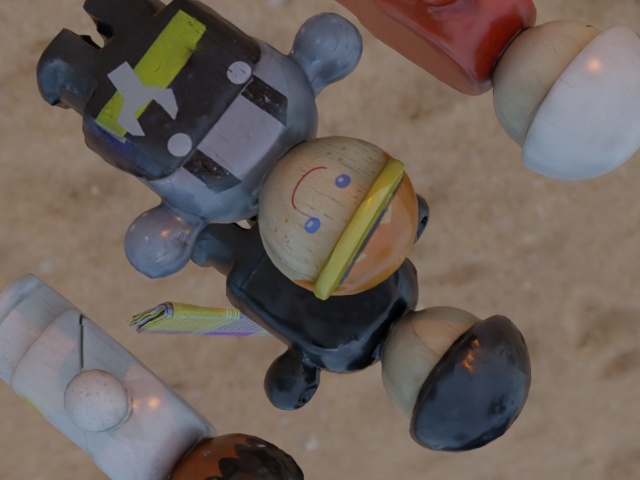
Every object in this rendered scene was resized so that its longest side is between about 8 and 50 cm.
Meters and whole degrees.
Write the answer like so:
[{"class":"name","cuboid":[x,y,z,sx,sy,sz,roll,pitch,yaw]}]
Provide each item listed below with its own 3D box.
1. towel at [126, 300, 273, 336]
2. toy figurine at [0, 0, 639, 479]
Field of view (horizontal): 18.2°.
[{"class":"towel","cuboid":[-0.047,0.038,0.970,0.083,0.009,0.060,2,168,-23]},{"class":"toy figurine","cuboid":[0.000,0.000,0.699,0.209,0.148,0.213,-30,150,-50]}]
